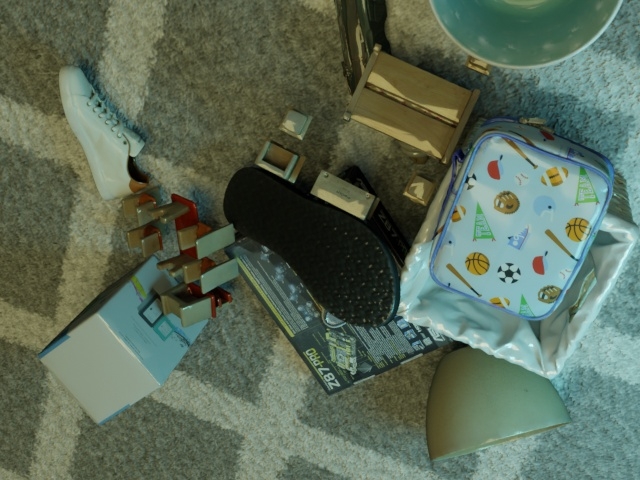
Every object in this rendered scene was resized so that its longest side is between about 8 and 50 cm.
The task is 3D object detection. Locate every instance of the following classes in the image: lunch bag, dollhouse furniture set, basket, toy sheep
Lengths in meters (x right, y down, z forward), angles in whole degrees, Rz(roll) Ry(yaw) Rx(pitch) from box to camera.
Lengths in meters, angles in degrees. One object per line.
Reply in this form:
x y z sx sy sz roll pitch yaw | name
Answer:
0.302 -0.040 1.469 0.243 0.115 0.304 22 118 8 | lunch bag
-0.261 0.030 1.915 0.262 0.135 0.259 25 129 42 | dollhouse furniture set
0.340 0.003 1.688 0.331 0.266 0.328 23 119 3 | basket
0.183 -0.200 1.736 0.091 0.091 0.132 4 118 14 | toy sheep
0.097 -0.225 1.674 0.303 0.174 0.356 26 93 3 | dollhouse furniture set

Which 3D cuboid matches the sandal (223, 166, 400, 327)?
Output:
0.000 -0.003 1.752 0.445 0.107 0.168 39 109 32 | sandal

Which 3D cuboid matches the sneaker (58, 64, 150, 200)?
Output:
-0.421 -0.225 1.890 0.123 0.106 0.290 -12 119 10 | sneaker

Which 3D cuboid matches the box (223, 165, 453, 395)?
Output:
0.043 0.092 1.910 0.318 0.097 0.395 -29 104 24 | box

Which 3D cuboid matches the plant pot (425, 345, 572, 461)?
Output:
0.326 0.305 1.864 0.284 0.284 0.191 -23 72 24 | plant pot

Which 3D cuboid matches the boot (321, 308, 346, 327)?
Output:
0.062 0.111 1.809 0.069 0.086 0.190 38 116 -5 | boot

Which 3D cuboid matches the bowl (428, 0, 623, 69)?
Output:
0.331 -0.448 1.524 0.311 0.163 0.312 6 119 11 | bowl

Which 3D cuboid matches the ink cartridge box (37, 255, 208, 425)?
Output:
-0.406 0.204 1.988 0.198 0.270 0.197 -34 101 26 | ink cartridge box

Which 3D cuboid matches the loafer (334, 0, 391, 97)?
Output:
0.074 -0.343 1.703 0.084 0.096 0.268 11 119 32 | loafer
